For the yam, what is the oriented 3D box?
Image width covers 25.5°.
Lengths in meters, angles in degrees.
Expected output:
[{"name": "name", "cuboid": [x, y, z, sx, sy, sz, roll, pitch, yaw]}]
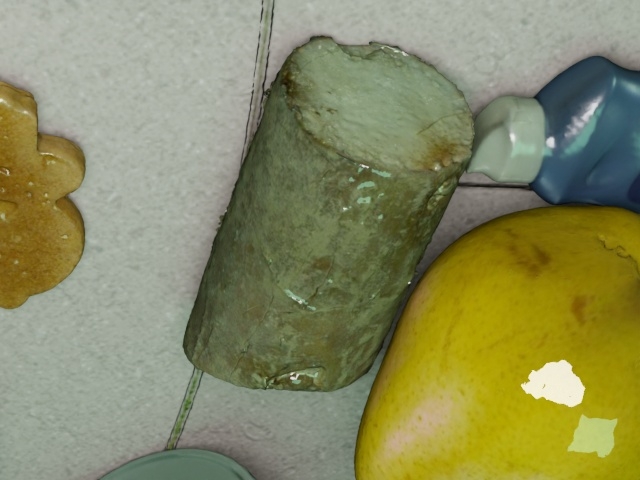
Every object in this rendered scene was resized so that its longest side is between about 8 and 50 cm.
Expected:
[{"name": "yam", "cuboid": [0.000, 0.000, 1.143, 0.168, 0.168, 0.304, 8, 126, -19]}]

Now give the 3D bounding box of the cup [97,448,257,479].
[{"name": "cup", "cuboid": [-0.053, 0.403, 1.398, 0.401, 0.310, 0.392, -32, 127, -5]}]

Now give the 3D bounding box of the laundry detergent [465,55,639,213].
[{"name": "laundry detergent", "cuboid": [0.264, -0.082, 1.171, 0.290, 0.094, 0.143, 0, 134, -13]}]

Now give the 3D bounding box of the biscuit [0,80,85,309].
[{"name": "biscuit", "cuboid": [-0.263, -0.032, 1.137, 0.166, 0.036, 0.225, -14, 134, 1]}]

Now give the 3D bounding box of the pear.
[{"name": "pear", "cuboid": [0.182, 0.129, 1.164, 0.285, 0.285, 0.336, 12, 119, -22]}]
